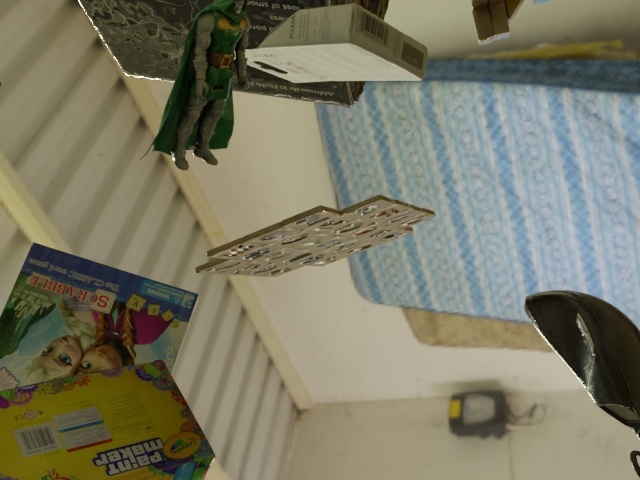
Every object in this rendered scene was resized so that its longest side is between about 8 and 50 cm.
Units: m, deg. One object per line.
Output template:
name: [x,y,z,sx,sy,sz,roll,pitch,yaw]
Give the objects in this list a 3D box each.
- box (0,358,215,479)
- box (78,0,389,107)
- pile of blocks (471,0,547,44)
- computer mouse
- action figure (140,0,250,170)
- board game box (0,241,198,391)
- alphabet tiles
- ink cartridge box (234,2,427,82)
box: [-0.337,0.336,1.075,0.290,0.279,0.177,-7,-135,-38]
box: [-0.160,-0.494,1.345,0.472,0.480,0.297,71,-147,-61]
pile of blocks: [0.301,-0.409,1.004,0.362,0.149,0.112,-64,-9,9]
computer mouse: [0.286,0.129,0.682,0.184,0.060,0.262,30,-161,-23]
action figure: [-0.129,-0.195,0.963,0.137,0.063,0.232,-20,-41,-47]
board game box: [-0.417,0.199,1.441,0.066,0.319,0.318,118,168,-67]
alphabet tiles: [0.000,0.000,1.150,0.342,0.285,0.011,9,-118,-64]
ink cartridge box: [0.003,-0.267,1.125,0.189,0.232,0.066,9,-87,-54]
